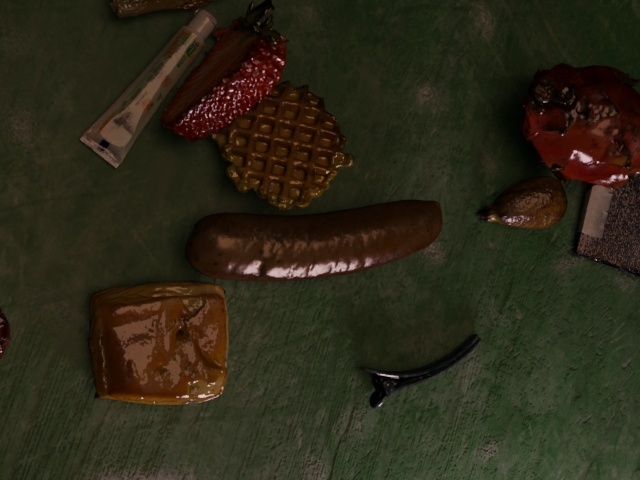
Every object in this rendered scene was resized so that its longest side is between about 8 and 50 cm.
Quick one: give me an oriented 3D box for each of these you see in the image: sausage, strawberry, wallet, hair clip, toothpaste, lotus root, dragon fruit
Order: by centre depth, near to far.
[{"bbox_3d":[-0.150,-0.279,1.410,0.106,0.188,0.286,41,84,-32],"label":"strawberry"},{"bbox_3d":[-0.286,-0.271,1.411,0.058,0.056,0.314,32,79,26],"label":"toothpaste"},{"bbox_3d":[0.000,0.003,1.476,0.500,0.123,0.136,-5,106,-22],"label":"sausage"},{"bbox_3d":[0.207,0.248,1.604,0.275,0.048,0.083,-15,92,-27],"label":"hair clip"},{"bbox_3d":[0.551,-0.237,1.667,0.314,0.250,0.250,1,87,-9],"label":"dragon fruit"},{"bbox_3d":[0.420,-0.070,1.674,0.190,0.094,0.108,-14,100,-19],"label":"lotus root"},{"bbox_3d":[0.690,-0.039,1.806,0.262,0.071,0.221,16,87,-18],"label":"wallet"}]

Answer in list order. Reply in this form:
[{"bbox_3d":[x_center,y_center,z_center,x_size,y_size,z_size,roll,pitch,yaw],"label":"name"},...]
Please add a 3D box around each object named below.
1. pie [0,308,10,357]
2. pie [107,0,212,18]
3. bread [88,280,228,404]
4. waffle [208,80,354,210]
[{"bbox_3d":[-0.570,0.148,1.281,0.154,0.036,0.155,1,88,-23],"label":"pie"},{"bbox_3d":[-0.247,-0.468,1.419,0.282,0.068,0.129,-22,115,-29],"label":"pie"},{"bbox_3d":[-0.268,0.174,1.372,0.235,0.099,0.211,0,88,-23],"label":"bread"},{"bbox_3d":[-0.068,-0.169,1.455,0.243,0.059,0.238,-34,78,-20],"label":"waffle"}]
